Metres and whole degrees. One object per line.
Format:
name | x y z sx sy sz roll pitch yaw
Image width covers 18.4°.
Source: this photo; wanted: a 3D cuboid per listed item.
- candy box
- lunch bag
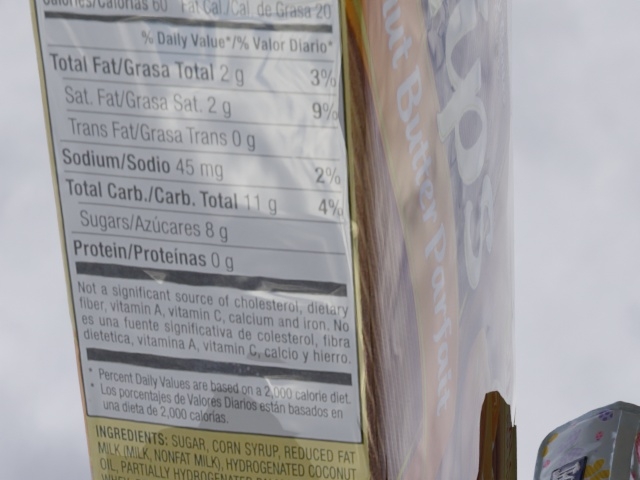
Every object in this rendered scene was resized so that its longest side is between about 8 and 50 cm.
candy box | 0.000 0.000 0.565 0.088 0.316 0.183 3 -152 15
lunch bag | 0.109 0.113 0.802 0.053 0.083 0.071 15 -130 2
